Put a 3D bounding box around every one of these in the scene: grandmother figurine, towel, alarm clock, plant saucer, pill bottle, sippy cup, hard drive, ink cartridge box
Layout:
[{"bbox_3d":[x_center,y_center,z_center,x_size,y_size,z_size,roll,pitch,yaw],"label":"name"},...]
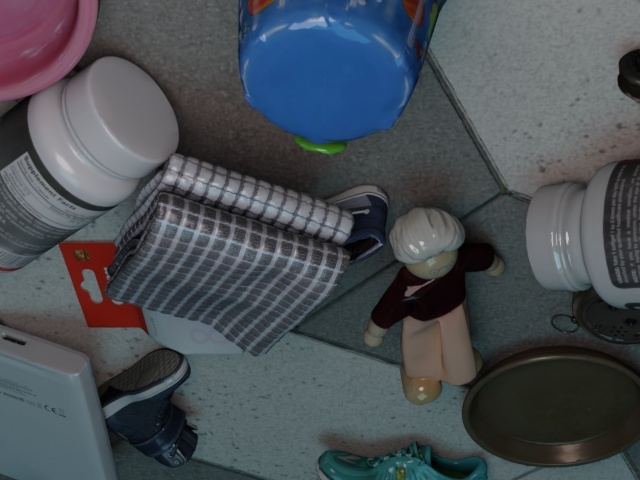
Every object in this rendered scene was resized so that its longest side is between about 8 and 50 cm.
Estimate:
[{"bbox_3d":[0.150,0.073,1.639,0.208,0.104,0.342,-38,147,-16],"label":"grandmother figurine"},{"bbox_3d":[-0.116,0.026,1.504,0.235,0.121,0.283,15,153,-16],"label":"towel"},{"bbox_3d":[0.381,0.089,1.684,0.129,0.064,0.192,39,139,-24],"label":"alarm clock"},{"bbox_3d":[0.345,0.241,1.873,0.278,0.041,0.278,2,136,2],"label":"plant saucer"},{"bbox_3d":[0.407,-0.010,1.470,0.319,0.176,0.176,-3,139,33],"label":"pill bottle"},{"bbox_3d":[0.016,-0.225,1.263,0.240,0.224,0.305,-16,134,27],"label":"sippy cup"},{"bbox_3d":[-0.310,-0.089,1.492,0.283,0.161,0.161,-30,127,31],"label":"pill bottle"},{"bbox_3d":[-0.426,0.261,1.912,0.233,0.047,0.353,16,139,16],"label":"hard drive"},{"bbox_3d":[-0.225,0.079,1.743,0.232,0.066,0.189,-4,137,3],"label":"ink cartridge box"},{"bbox_3d":[-0.392,-0.291,1.340,0.332,0.084,0.332,3,136,2],"label":"plant saucer"}]

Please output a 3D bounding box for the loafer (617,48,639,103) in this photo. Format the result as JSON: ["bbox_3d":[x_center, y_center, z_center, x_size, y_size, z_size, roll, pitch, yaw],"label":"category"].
[{"bbox_3d":[0.416,-0.141,1.429,0.220,0.080,0.078,21,134,-17],"label":"loafer"}]

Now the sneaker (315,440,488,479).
[{"bbox_3d":[0.128,0.356,1.994,0.275,0.107,0.110,10,118,-12],"label":"sneaker"}]

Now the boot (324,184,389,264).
[{"bbox_3d":[0.000,0.000,1.612,0.190,0.086,0.069,-26,129,29],"label":"boot"}]

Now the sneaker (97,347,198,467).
[{"bbox_3d":[-0.222,0.249,1.887,0.163,0.086,0.226,42,136,-19],"label":"sneaker"}]
